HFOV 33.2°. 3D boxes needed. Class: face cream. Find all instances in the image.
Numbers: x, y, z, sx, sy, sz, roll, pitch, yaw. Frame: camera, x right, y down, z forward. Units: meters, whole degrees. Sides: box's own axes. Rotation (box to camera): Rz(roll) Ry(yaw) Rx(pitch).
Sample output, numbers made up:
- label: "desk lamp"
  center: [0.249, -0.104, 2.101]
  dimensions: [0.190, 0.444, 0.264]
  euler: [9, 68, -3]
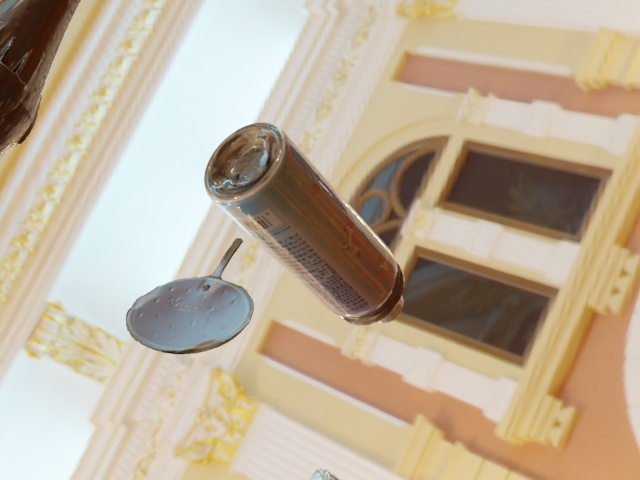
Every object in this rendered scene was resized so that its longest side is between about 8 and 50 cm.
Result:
- label: "face cream"
  center: [0.000, 0.000, 0.858]
  dimensions: [0.075, 0.075, 0.229]
  euler: [-58, -43, -14]

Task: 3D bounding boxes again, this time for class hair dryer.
- label: "hair dryer"
  center: [-0.382, -0.161, 1.131]
  dimensions: [0.120, 0.359, 0.304]
  euler: [37, -119, -28]

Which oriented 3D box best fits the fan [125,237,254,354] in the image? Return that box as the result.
- label: "fan"
  center: [-0.079, 0.035, 0.731]
  dimensions: [0.133, 0.085, 0.005]
  euler: [-61, -27, -52]

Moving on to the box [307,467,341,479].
- label: "box"
  center: [-0.013, 0.372, 0.888]
  dimensions: [0.205, 0.118, 0.311]
  euler: [37, -92, -4]
